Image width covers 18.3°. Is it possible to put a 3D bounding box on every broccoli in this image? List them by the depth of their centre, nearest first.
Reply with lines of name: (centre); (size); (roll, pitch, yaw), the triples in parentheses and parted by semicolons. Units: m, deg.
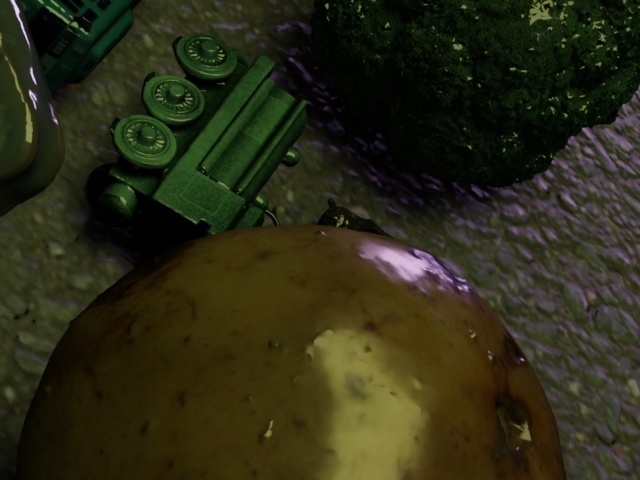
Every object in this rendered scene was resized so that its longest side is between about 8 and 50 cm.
broccoli: (0.118, -0.162, 1.366); (0.270, 0.270, 0.270); (28, 13, -19)

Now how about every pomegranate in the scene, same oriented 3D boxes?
pomegranate: (-0.014, 0.128, 0.985); (0.281, 0.281, 0.281); (22, 47, -25)

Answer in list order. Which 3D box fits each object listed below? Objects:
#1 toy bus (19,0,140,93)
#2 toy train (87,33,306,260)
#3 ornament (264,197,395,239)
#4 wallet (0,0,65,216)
toy bus: (-0.154, -0.159, 1.231); (0.092, 0.079, 0.160); (41, 40, -6)
toy train: (-0.069, -0.052, 1.212); (0.111, 0.071, 0.170); (32, 46, 1)
ornament: (0.000, 0.000, 1.270); (0.125, 0.028, 0.073); (24, 47, -25)
wallet: (-0.295, -0.049, 0.872); (0.083, 0.360, 0.252); (49, 17, -72)
